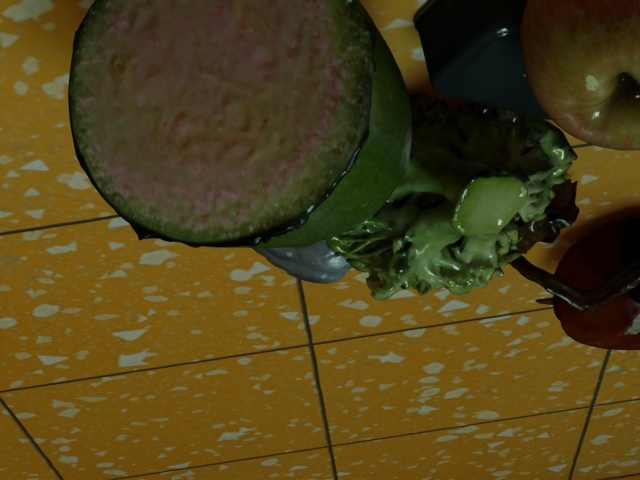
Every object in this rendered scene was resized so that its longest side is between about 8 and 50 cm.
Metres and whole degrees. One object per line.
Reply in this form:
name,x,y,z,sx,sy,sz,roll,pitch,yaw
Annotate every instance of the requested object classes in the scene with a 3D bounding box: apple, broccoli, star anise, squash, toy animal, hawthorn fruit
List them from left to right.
squash,-0.040,-0.138,1.377,0.310,0.310,0.309,-20,173,20
toy animal,0.004,0.007,1.736,0.324,0.090,0.195,25,167,-18
broccoli,0.158,-0.040,1.566,0.248,0.245,0.288,41,91,-21
star anise,0.272,-0.007,1.796,0.346,0.148,0.237,15,151,-16
hawthorn fruit,0.405,0.071,1.960,0.251,0.190,0.189,-21,151,35
apple,0.288,-0.182,1.306,0.209,0.164,0.209,12,138,11

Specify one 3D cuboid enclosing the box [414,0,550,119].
box,0.212,-0.204,1.459,0.201,0.090,0.144,10,148,-33
